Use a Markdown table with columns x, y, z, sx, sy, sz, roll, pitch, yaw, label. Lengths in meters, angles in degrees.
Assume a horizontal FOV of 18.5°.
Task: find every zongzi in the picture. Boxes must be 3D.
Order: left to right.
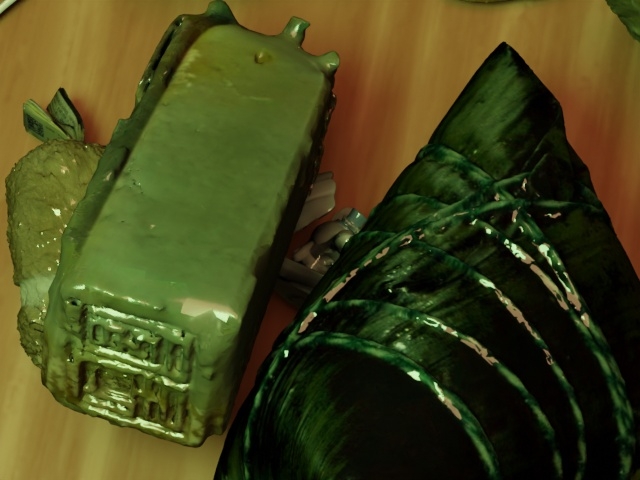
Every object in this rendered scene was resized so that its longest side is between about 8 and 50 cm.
| x | y | z | sx | sy | sz | roll | pitch | yaw | label |
| --- | --- | --- | --- | --- | --- | --- | --- | --- | --- |
| 0.075 | 0.099 | 1.199 | 0.383 | 0.362 | 0.319 | -35 | 92 | -10 | zongzi |

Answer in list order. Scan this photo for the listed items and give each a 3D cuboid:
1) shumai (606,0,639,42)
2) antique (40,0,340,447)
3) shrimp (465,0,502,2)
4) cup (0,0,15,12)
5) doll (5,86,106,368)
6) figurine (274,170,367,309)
| x | y | z | sx | sy | sz | roll | pitch | yaw | label |
| --- | --- | --- | --- | --- | --- | --- | --- | --- | --- |
| 0.349 | -0.112 | 1.291 | 0.314 | 0.267 | 0.262 | -10 | 70 | 6 | shumai |
| -0.077 | -0.027 | 1.277 | 0.125 | 0.150 | 0.284 | 18 | 55 | 3 | antique |
| 0.113 | -0.297 | 1.477 | 0.198 | 0.051 | 0.262 | -16 | 75 | -2 | shrimp |
| -0.268 | -0.200 | 1.463 | 0.116 | 0.074 | 0.104 | -26 | 97 | -10 | cup |
| -0.165 | -0.010 | 1.376 | 0.105 | 0.115 | 0.221 | -10 | 65 | 10 | doll |
| 0.000 | 0.000 | 1.367 | 0.082 | 0.094 | 0.086 | 41 | 72 | -16 | figurine |
